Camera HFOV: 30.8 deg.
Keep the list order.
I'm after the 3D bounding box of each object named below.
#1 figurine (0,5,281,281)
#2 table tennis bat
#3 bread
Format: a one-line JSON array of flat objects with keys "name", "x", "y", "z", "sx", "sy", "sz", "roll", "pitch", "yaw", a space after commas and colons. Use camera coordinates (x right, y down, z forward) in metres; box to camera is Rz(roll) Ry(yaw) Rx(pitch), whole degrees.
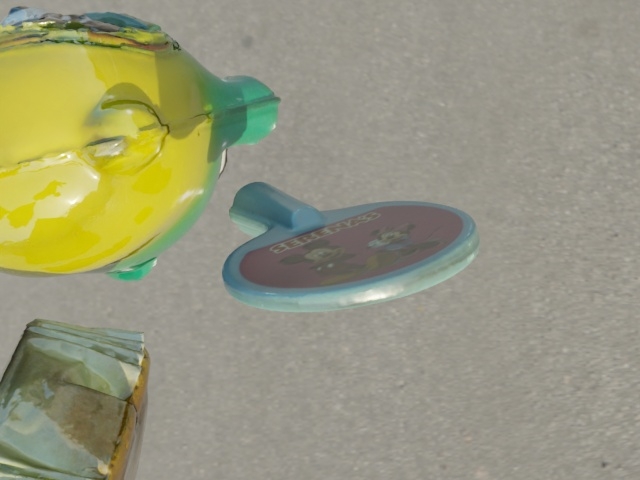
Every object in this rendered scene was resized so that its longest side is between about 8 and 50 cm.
[{"name": "figurine", "x": -0.191, "y": -0.068, "z": 0.920, "sx": 0.323, "sy": 0.340, "sz": 0.231, "roll": -14, "pitch": 97, "yaw": 7}, {"name": "table tennis bat", "x": 0.000, "y": 0.000, "z": 0.731, "sx": 0.244, "sy": 0.153, "sz": 0.040, "roll": 27, "pitch": 131, "yaw": 63}, {"name": "bread", "x": -0.184, "y": 0.175, "z": 0.779, "sx": 0.109, "sy": 0.210, "sz": 0.192, "roll": 17, "pitch": 120, "yaw": -6}]
